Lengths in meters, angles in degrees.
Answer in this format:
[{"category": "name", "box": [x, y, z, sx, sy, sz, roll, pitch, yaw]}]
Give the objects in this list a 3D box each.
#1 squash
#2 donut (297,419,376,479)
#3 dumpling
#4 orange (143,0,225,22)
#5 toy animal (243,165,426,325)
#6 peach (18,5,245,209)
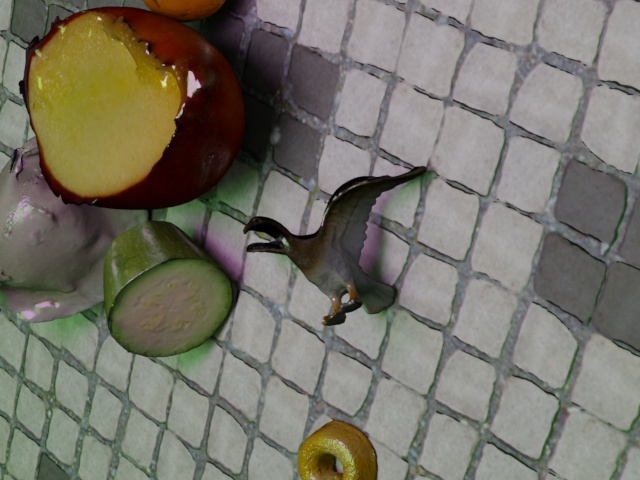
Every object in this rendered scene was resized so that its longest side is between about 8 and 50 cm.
[{"category": "squash", "box": [-0.211, 0.057, 1.762, 0.170, 0.170, 0.123, -60, 45, 29]}, {"category": "donut", "box": [0.017, 0.270, 1.648, 0.108, 0.043, 0.097, 2, 96, 38]}, {"category": "dumpling", "box": [-0.367, -0.023, 1.894, 0.163, 0.204, 0.293, 43, 125, 50]}, {"category": "orange", "box": [-0.169, -0.338, 1.702, 0.135, 0.117, 0.136, -5, 64, 9]}, {"category": "toy animal", "box": [0.003, 0.013, 1.543, 0.272, 0.197, 0.160, -37, 73, 34]}, {"category": "peach", "box": [-0.205, -0.169, 1.694, 0.361, 0.201, 0.258, -8, 87, 47]}]
